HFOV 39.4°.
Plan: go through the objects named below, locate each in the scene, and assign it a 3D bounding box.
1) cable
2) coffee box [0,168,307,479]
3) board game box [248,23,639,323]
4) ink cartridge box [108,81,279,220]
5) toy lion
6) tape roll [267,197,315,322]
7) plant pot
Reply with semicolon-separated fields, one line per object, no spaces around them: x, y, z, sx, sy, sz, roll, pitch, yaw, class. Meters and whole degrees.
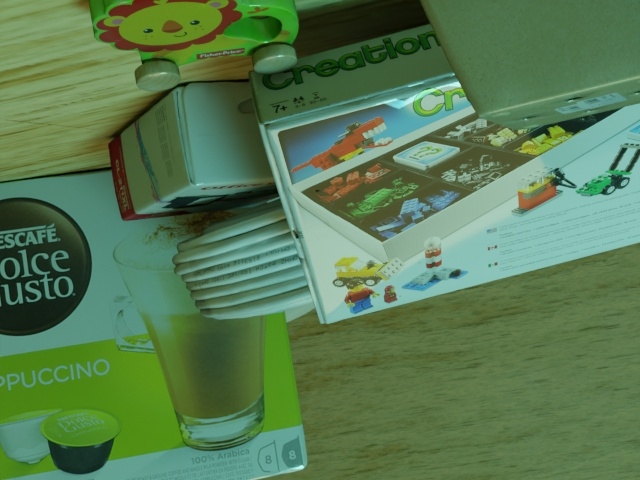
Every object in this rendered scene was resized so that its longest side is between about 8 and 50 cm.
0.000;0.000;0.777;0.257;0.089;0.257;-19;-177;-36;cable
-0.227;0.106;1.027;0.338;0.334;0.338;-8;175;-11;coffee box
0.127;-0.055;0.549;0.306;0.053;0.193;-14;140;0;board game box
-0.079;-0.067;0.703;0.128;0.072;0.175;-7;177;-28;ink cartridge box
-0.059;-0.108;0.434;0.100;0.034;0.096;-9;170;-9;toy lion
-0.090;0.040;1.409;0.286;0.100;0.286;-20;153;-11;tape roll
0.100;-0.102;0.372;0.109;0.096;0.109;-10;177;25;plant pot
